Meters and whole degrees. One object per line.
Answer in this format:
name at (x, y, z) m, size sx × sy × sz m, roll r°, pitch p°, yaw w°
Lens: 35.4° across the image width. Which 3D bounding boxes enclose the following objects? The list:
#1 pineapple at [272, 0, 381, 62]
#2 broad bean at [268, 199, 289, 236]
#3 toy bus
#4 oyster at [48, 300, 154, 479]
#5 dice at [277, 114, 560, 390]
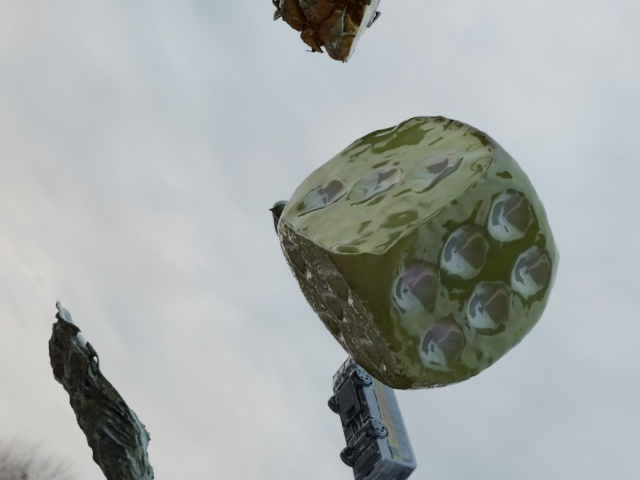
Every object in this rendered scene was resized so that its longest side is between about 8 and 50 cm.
pineapple at (0.020, -0.346, 1.362) m, size 0.115 × 0.186 × 0.236 m, roll -60°, pitch -138°, yaw 37°
broad bean at (-0.003, 0.002, 1.395) m, size 0.254 × 0.065 × 0.047 m, roll 32°, pitch 33°, yaw -52°
toy bus at (0.060, 0.219, 1.214) m, size 0.075 × 0.064 × 0.191 m, roll 25°, pitch 27°, yaw -27°
oyster at (-0.284, 0.202, 1.294) m, size 0.199 × 0.087 × 0.252 m, roll 26°, pitch -45°, yaw 63°
dice at (0.110, 0.015, 1.149) m, size 0.233 × 0.238 × 0.227 m, roll 32°, pitch -27°, yaw 58°
